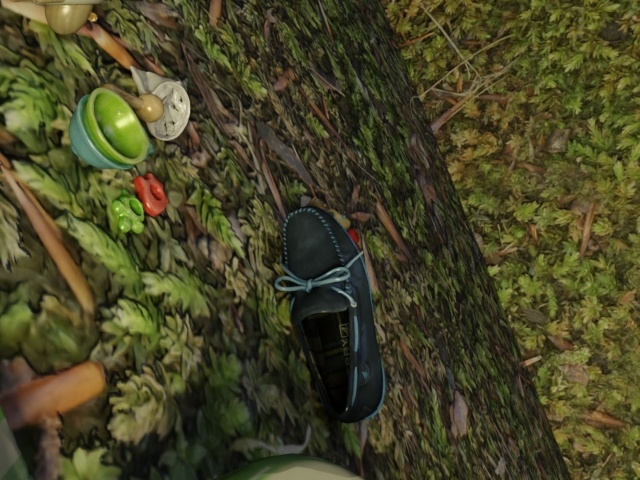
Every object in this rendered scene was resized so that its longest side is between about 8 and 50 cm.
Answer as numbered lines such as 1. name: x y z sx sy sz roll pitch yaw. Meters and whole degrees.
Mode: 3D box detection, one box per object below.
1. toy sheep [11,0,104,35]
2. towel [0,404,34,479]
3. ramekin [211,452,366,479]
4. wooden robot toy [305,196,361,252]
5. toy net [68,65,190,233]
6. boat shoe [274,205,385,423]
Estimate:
1. toy sheep: -0.221 -0.242 0.592 0.091 0.091 0.132 -59 154 -66
2. towel: -0.205 0.018 0.265 0.324 0.038 0.248 66 -9 -2
3. ramekin: -0.016 0.264 0.362 0.303 0.148 0.303 46 21 -23
4. wooden robot toy: 0.000 0.000 0.910 0.079 0.076 0.173 32 37 -39
5. toy net: -0.157 -0.103 0.658 0.122 0.045 0.232 57 21 -21
6. boat shoe: 0.015 0.077 0.801 0.089 0.109 0.258 5 60 -64
